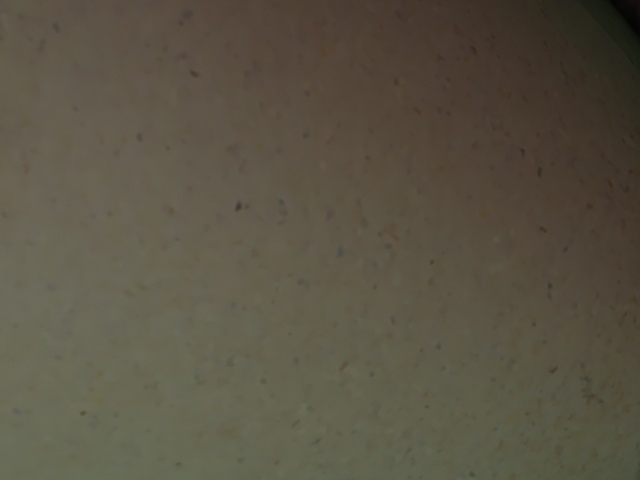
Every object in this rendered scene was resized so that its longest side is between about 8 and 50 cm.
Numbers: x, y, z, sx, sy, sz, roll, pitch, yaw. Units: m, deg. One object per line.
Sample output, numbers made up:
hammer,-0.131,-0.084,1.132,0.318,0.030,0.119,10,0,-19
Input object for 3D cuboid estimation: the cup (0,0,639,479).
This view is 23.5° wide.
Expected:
cup,0.000,0.000,0.550,0.237,0.331,0.331,21,151,-5
